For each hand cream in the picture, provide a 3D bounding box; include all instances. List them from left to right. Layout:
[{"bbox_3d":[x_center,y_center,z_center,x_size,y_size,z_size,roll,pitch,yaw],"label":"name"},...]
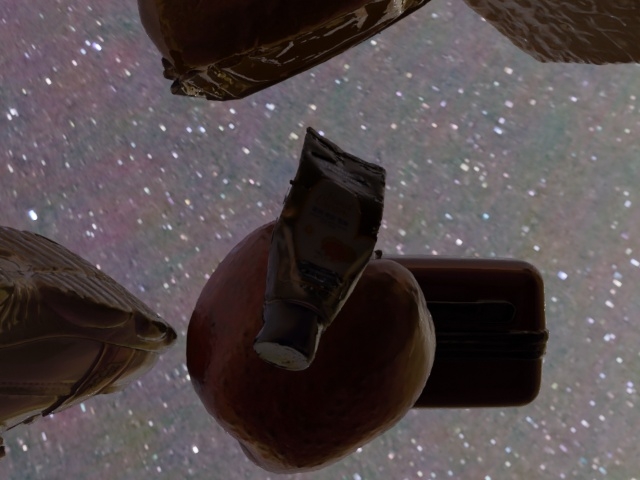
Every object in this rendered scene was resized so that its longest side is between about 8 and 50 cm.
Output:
[{"bbox_3d":[0.000,0.000,0.586,0.062,0.163,0.039,25,-36,-10],"label":"hand cream"}]

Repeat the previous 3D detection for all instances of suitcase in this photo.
[{"bbox_3d":[0.087,0.095,1.095,0.297,0.236,0.161,2,-90,-2],"label":"suitcase"}]

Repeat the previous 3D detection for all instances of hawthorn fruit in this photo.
[{"bbox_3d":[-0.009,0.076,0.718,0.189,0.189,0.189,-11,-62,-21],"label":"hawthorn fruit"}]

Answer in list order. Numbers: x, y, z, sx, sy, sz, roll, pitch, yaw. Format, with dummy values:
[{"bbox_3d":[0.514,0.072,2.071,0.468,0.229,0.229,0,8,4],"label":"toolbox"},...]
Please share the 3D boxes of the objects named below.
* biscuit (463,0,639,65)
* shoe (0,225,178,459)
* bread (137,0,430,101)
[{"bbox_3d":[0.136,-0.157,0.580,0.160,0.249,0.030,35,-90,-17],"label":"biscuit"},{"bbox_3d":[-0.293,0.096,0.849,0.351,0.172,0.198,19,-80,-51],"label":"shoe"},{"bbox_3d":[-0.025,-0.212,0.778,0.241,0.107,0.136,-24,-100,9],"label":"bread"}]
